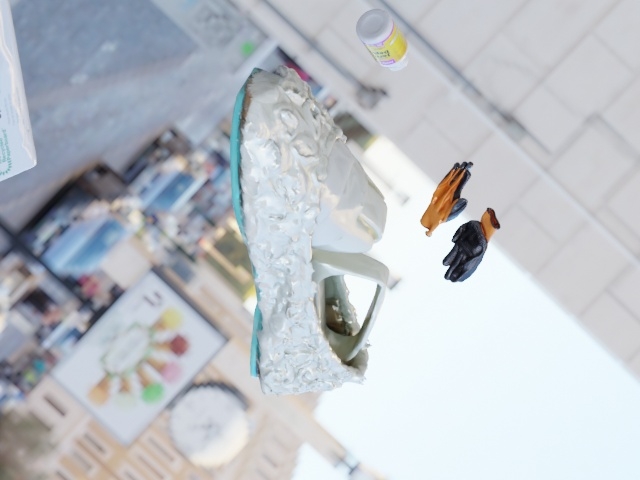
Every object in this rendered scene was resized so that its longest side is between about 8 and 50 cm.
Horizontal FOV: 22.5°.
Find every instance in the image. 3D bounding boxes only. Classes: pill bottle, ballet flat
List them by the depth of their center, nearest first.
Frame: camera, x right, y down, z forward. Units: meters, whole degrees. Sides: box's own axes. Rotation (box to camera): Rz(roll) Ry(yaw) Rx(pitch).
[{"bbox_3d":[0.000,0.000,1.484,0.147,0.147,0.409,-49,154,-31],"label":"ballet flat"},{"bbox_3d":[0.074,-0.226,1.832,0.043,0.043,0.083,-47,148,-1],"label":"pill bottle"}]

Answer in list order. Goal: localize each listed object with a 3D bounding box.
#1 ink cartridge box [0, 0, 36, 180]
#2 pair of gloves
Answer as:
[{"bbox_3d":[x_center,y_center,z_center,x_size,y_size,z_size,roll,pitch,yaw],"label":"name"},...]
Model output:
[{"bbox_3d":[-0.455,-0.155,1.592,0.330,0.071,0.324,-26,135,-28],"label":"ink cartridge box"},{"bbox_3d":[0.105,-0.014,1.209,0.074,0.010,0.083,-58,-140,39],"label":"pair of gloves"}]
